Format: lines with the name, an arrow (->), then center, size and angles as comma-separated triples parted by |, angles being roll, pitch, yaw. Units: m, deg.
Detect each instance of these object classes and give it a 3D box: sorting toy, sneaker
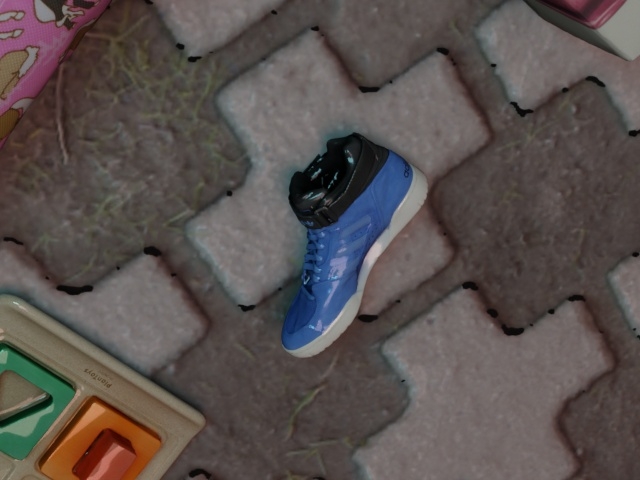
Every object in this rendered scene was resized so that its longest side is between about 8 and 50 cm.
sorting toy -> -0.196, 0.155, 0.945 | 0.348, 0.047, 0.196 | 37, 97, -29
sneaker -> 0.000, 0.000, 0.937 | 0.084, 0.058, 0.152 | 32, 95, -34

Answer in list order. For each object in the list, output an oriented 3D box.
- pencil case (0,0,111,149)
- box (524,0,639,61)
pencil case -> -0.216, -0.096, 0.752 | 0.386, 0.167, 0.160 | -52, 151, 5
box -> 0.133, -0.241, 0.841 | 0.232, 0.127, 0.148 | 35, 97, -28
